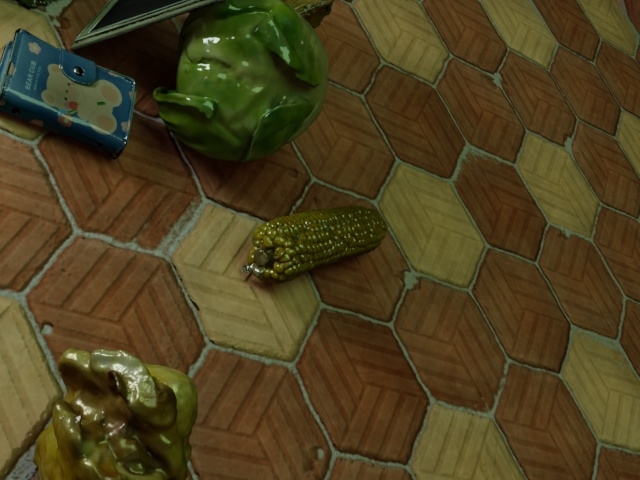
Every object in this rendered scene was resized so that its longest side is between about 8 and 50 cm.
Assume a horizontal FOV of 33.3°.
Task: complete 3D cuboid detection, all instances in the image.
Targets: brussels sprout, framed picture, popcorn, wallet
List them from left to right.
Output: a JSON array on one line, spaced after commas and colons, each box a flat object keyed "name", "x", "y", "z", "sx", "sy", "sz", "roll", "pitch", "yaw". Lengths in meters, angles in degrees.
[{"name": "wallet", "x": -0.372, "y": -0.214, "z": 1.568, "sx": 0.202, "sy": 0.059, "sz": 0.141, "roll": 21, "pitch": 55, "yaw": -29}, {"name": "popcorn", "x": -0.230, "y": 0.236, "z": 1.246, "sx": 0.190, "sy": 0.253, "sz": 0.191, "roll": -6, "pitch": 49, "yaw": -33}, {"name": "framed picture", "x": -0.232, "y": -0.392, "z": 1.665, "sx": 0.018, "sy": 0.293, "sz": 0.231, "roll": 62, "pitch": 32, "yaw": -30}, {"name": "brussels sprout", "x": -0.119, "y": -0.258, "z": 1.685, "sx": 0.294, "sy": 0.227, "sz": 0.259, "roll": -3, "pitch": 103, "yaw": -35}]

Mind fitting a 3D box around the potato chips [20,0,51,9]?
[{"name": "potato chips", "x": -0.448, "y": -0.417, "z": 1.674, "sx": 0.209, "sy": 0.026, "sz": 0.142, "roll": 16, "pitch": 53, "yaw": -35}]

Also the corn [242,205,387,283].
[{"name": "corn", "x": 0.000, "y": -0.005, "z": 1.739, "sx": 0.313, "sy": 0.102, "sz": 0.102, "roll": -19, "pitch": 75, "yaw": -51}]

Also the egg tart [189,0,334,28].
[{"name": "egg tart", "x": -0.094, "y": -0.422, "z": 1.902, "sx": 0.297, "sy": 0.132, "sz": 0.297, "roll": -4, "pitch": 35, "yaw": 3}]
